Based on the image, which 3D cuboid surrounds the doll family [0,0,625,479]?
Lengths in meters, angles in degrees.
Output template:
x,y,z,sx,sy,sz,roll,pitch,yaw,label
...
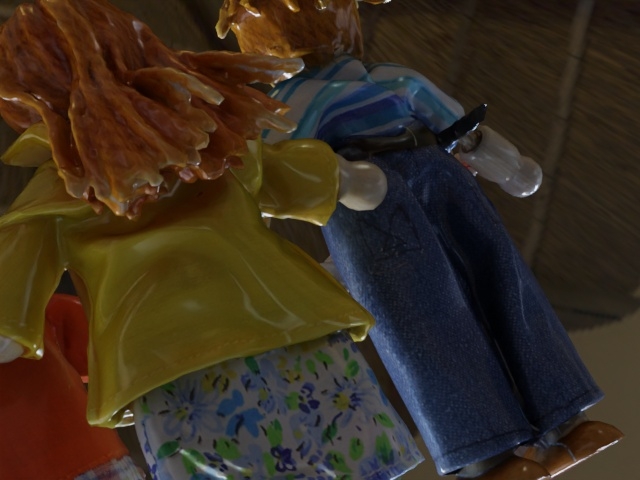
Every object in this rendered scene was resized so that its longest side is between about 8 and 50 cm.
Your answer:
x,y,z,sx,sy,sz,roll,pitch,yaw,label
0.000,0.000,0.380,0.118,0.263,0.163,-41,-106,41,doll family
